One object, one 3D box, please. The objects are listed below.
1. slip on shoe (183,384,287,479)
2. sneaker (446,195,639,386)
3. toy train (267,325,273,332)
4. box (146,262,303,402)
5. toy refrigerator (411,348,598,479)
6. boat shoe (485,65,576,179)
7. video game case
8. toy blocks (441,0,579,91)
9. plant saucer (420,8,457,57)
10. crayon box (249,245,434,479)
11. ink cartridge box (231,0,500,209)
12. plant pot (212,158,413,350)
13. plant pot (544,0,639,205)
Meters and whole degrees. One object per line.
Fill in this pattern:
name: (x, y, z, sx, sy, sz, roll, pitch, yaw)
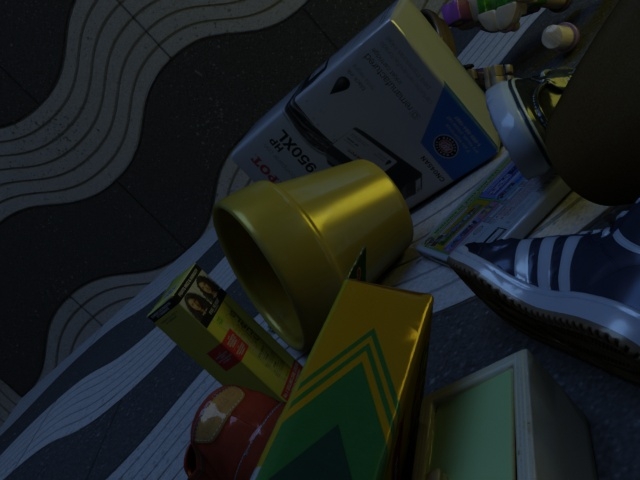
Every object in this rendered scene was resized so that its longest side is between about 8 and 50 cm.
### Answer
slip on shoe: (-0.083, 0.225, 0.681, 0.123, 0.101, 0.331, -57, -8, -29)
sneaker: (0.236, 0.016, 0.596, 0.153, 0.099, 0.282, -49, 22, -5)
toy train: (-0.085, 0.145, 1.241, 0.024, 0.017, 0.083, -31, 16, 7)
box: (-0.118, 0.143, 0.906, 0.058, 0.232, 0.087, -35, 16, 28)
toy refrigerator: (0.114, 0.197, 0.424, 0.102, 0.094, 0.269, -34, 18, 29)
boat shoe: (0.297, -0.174, 0.855, 0.119, 0.121, 0.335, -24, 10, 29)
video game case: (0.242, -0.043, 0.905, 0.212, 0.023, 0.193, -45, 15, -4)
toy blocks: (0.421, -0.465, 1.342, 0.260, 0.308, 0.289, -13, 4, -41)
plant saucer: (0.229, -0.332, 1.382, 0.041, 0.277, 0.278, -4, 14, -6)
crayon box: (0.024, 0.174, 0.523, 0.081, 0.202, 0.318, 10, 38, 15)
ink cartridge box: (0.080, -0.187, 1.211, 0.395, 0.285, 0.166, -34, 18, 33)
plant pot: (0.000, 0.000, 1.028, 0.239, 0.253, 0.254, -31, 10, -20)
plant pot: (0.330, -0.139, 0.603, 0.237, 0.237, 0.254, -53, 5, -34)
